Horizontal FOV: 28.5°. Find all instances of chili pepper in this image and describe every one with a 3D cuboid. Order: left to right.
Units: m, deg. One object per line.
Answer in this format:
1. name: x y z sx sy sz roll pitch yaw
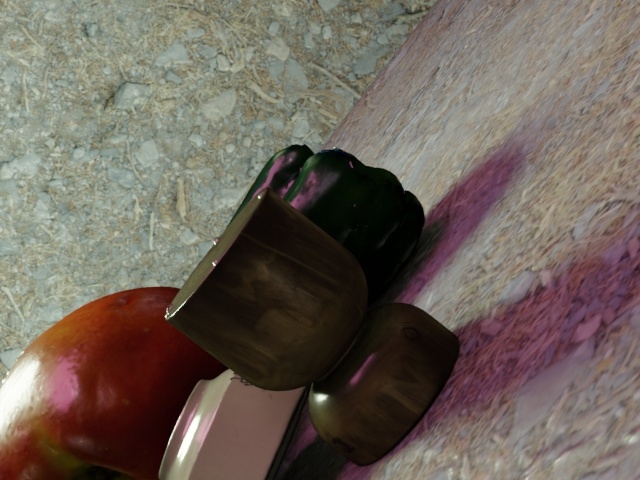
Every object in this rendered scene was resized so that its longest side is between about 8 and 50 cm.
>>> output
1. chili pepper: 0.000 0.000 1.789 0.257 0.233 0.248 -56 25 -11

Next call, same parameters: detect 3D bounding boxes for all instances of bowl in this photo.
1. bowl: -0.107 0.243 1.468 0.238 0.126 0.238 23 -90 -88

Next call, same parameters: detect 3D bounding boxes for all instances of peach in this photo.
1. peach: -0.234 0.243 1.689 0.310 0.335 0.406 -6 19 35

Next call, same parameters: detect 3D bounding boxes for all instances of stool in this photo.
1. stool: -0.010 0.091 1.340 0.179 0.264 0.179 -50 8 9
